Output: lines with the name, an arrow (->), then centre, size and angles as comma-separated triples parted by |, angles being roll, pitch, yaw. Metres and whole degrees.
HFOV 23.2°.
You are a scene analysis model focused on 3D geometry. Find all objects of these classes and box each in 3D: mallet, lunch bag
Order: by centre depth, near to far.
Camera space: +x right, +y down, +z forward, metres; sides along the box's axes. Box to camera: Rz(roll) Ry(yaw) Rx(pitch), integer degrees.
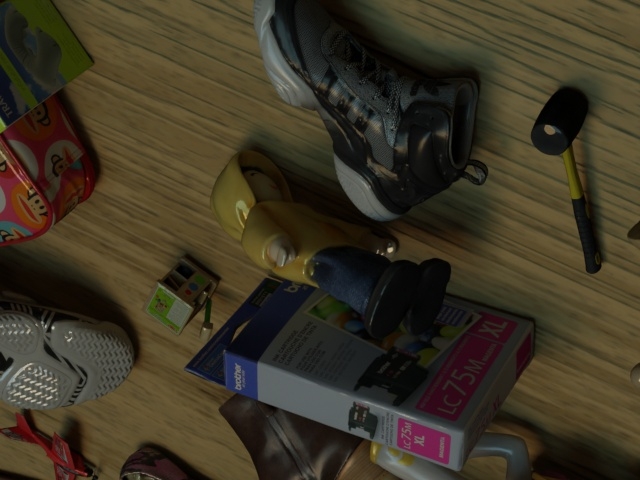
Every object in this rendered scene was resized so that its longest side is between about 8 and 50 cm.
mallet -> 0.232, -0.043, 1.434 | 0.039, 0.062, 0.189 | 3, 122, 31
lunch bag -> -0.412, -0.127, 1.735 | 0.258, 0.120, 0.293 | -12, 114, 37

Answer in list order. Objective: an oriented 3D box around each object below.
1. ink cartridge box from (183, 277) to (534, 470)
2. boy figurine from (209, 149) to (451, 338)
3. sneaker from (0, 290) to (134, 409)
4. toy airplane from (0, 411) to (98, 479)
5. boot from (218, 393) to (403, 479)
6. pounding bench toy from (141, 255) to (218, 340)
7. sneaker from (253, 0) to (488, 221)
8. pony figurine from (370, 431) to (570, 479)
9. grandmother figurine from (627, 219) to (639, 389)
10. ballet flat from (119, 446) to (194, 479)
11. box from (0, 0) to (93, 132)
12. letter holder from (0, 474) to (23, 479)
ink cartridge box -> 0.037, 0.109, 1.571 | 0.311, 0.186, 0.065 | 15, 129, 23
boy figurine -> 0.000, 0.000, 1.552 | 0.285, 0.177, 0.092 | 35, 114, 39
sneaker -> -0.408, 0.083, 1.866 | 0.366, 0.210, 0.137 | 5, 123, -14
toy airplane -> -0.352, 0.273, 2.025 | 0.151, 0.028, 0.151 | 23, 145, 17
boot -> -0.044, 0.265, 1.766 | 0.248, 0.090, 0.207 | -44, 85, 18
pounding bench toy -> -0.142, 0.069, 1.736 | 0.083, 0.065, 0.052 | 36, 131, 6
sneaker -> 0.057, -0.147, 1.452 | 0.153, 0.101, 0.268 | -15, 117, 37
pony figurine -> 0.213, 0.357, 1.570 | 0.364, 0.303, 0.351 | 10, 89, 9
grandmother figurine -> 0.385, 0.129, 1.434 | 0.208, 0.104, 0.342 | -7, 113, 44
ballet flat -> -0.154, 0.336, 1.913 | 0.221, 0.079, 0.077 | 31, 130, 10
box -> -0.324, -0.183, 1.603 | 0.042, 0.178, 0.109 | -24, 106, 40
letter holder -> -0.405, 0.449, 2.092 | 0.302, 0.152, 0.214 | 11, 125, 25
